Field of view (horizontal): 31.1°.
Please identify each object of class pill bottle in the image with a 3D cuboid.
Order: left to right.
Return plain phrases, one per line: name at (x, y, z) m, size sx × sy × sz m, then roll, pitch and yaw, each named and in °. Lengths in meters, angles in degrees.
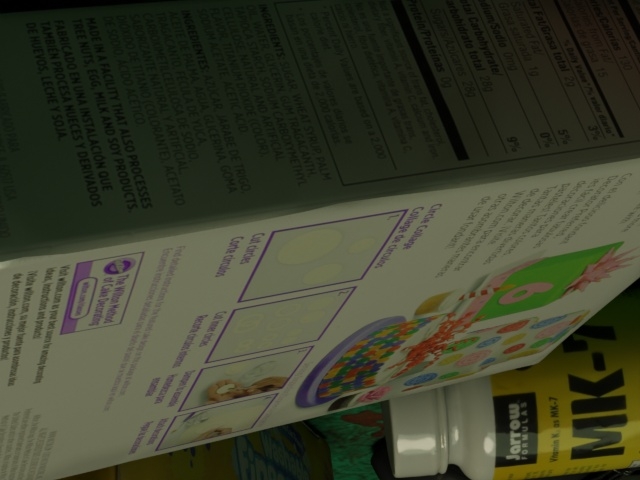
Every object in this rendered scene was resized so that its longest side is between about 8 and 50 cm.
pill bottle at (0.146, 0.098, 0.767) m, size 0.208 × 0.119 × 0.119 m, roll -6°, pitch 152°, yaw -2°

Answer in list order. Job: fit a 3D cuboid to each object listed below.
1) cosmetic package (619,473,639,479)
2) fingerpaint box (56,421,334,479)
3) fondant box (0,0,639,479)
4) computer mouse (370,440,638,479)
cosmetic package at (0.306, 0.350, 1.245) m, size 0.365 × 0.155 × 0.197 m, roll -1°, pitch 149°, yaw -8°
fingerpaint box at (-0.217, 0.192, 0.816) m, size 0.371 × 0.163 × 0.445 m, roll -12°, pitch 152°, yaw 11°
fondant box at (0.000, 0.000, 0.504) m, size 0.330 × 0.096 × 0.238 m, roll -9°, pitch 155°, yaw -24°
computer mouse at (0.182, 0.215, 1.047) m, size 0.272 × 0.072 × 0.188 m, roll 0°, pitch 152°, yaw -13°
